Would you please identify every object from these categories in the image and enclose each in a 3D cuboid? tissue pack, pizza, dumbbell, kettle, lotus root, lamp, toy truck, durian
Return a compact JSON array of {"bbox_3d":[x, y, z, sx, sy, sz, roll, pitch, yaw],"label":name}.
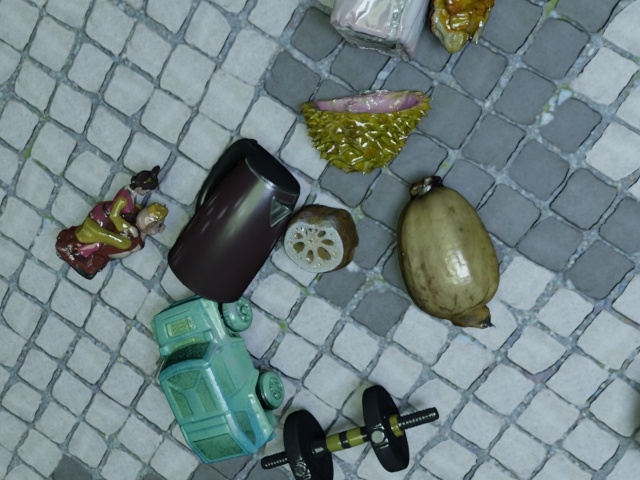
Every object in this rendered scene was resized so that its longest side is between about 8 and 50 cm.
[{"bbox_3d":[0.112,-0.407,0.819,0.124,0.201,0.270,17,102,12],"label":"tissue pack"},{"bbox_3d":[0.237,-0.411,0.810,0.086,0.161,0.305,26,107,19],"label":"pizza"},{"bbox_3d":[0.044,0.338,0.994,0.326,0.143,0.143,-22,95,14],"label":"dumbbell"},{"bbox_3d":[-0.138,-0.042,0.970,0.232,0.144,0.202,-52,45,19],"label":"kettle"},{"bbox_3d":[0.192,0.029,0.914,0.154,0.140,0.256,-24,83,54],"label":"lotus root"},{"bbox_3d":[-0.345,-0.031,1.026,0.253,0.118,0.118,-32,92,16],"label":"lamp"},{"bbox_3d":[-0.179,0.228,1.002,0.155,0.156,0.278,-21,94,24],"label":"toy truck"},{"bbox_3d":[0.000,0.003,0.982,0.122,0.081,0.112,10,109,10],"label":"lotus root"},{"bbox_3d":[0.063,-0.183,0.919,0.183,0.165,0.132,12,71,-13],"label":"durian"}]
